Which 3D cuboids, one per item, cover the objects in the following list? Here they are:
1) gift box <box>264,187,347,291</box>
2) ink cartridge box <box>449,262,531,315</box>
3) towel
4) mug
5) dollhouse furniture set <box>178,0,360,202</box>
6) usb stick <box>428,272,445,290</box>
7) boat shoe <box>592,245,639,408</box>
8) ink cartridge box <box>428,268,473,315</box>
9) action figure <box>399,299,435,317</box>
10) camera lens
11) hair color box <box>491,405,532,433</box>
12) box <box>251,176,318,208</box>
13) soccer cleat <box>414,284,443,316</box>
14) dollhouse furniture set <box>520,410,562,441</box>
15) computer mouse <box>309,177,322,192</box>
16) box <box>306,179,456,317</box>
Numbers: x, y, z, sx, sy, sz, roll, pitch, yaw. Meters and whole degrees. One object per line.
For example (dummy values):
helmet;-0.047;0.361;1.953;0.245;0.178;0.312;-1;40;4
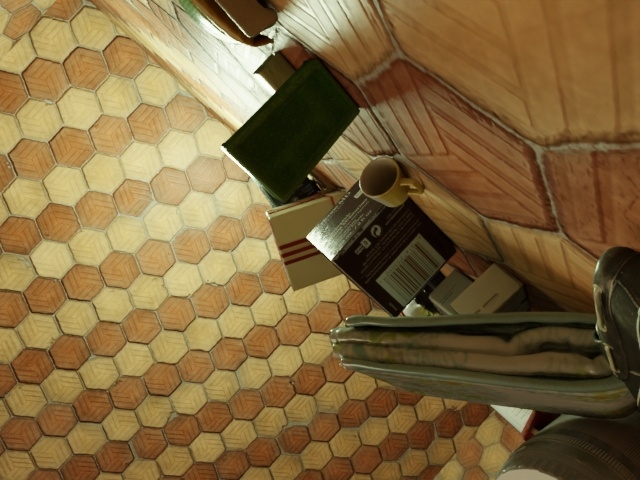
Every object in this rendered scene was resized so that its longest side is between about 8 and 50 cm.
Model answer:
gift box;0.000;0.000;1.338;0.255;0.258;0.276;-130;21;-72
ink cartridge box;0.271;0.108;0.715;0.056;0.099;0.135;48;-177;39
towel;0.241;0.180;0.654;0.374;0.090;0.320;-3;156;31
mug;0.102;-0.074;0.651;0.064;0.062;0.078;31;-165;-49
dollhouse furniture set;-0.126;-0.218;0.570;0.301;0.151;0.197;43;179;-28
usb stick;0.249;0.059;1.160;0.278;0.045;0.077;42;179;-21
boat shoe;0.269;0.079;0.368;0.070;0.078;0.219;40;170;50
ink cartridge box;0.343;0.169;0.941;0.208;0.087;0.153;41;179;34
action figure;0.363;0.248;1.593;0.341;0.178;0.330;43;-171;13
camera lens;0.420;0.382;0.685;0.274;0.219;0.219;-10;-144;-35
hair color box;0.820;0.669;1.637;0.105;0.174;0.347;42;180;-45
box;-0.099;-0.153;1.494;0.270;0.143;0.165;55;174;-28
soccer cleat;0.387;0.196;1.370;0.289;0.093;0.121;38;-149;-17
dollhouse furniture set;0.658;0.465;1.002;0.374;0.152;0.201;23;-173;-25
computer mouse;0.052;-0.102;1.606;0.262;0.060;0.184;42;179;17
box;0.104;0.006;0.852;0.167;0.168;0.203;42;179;-18
